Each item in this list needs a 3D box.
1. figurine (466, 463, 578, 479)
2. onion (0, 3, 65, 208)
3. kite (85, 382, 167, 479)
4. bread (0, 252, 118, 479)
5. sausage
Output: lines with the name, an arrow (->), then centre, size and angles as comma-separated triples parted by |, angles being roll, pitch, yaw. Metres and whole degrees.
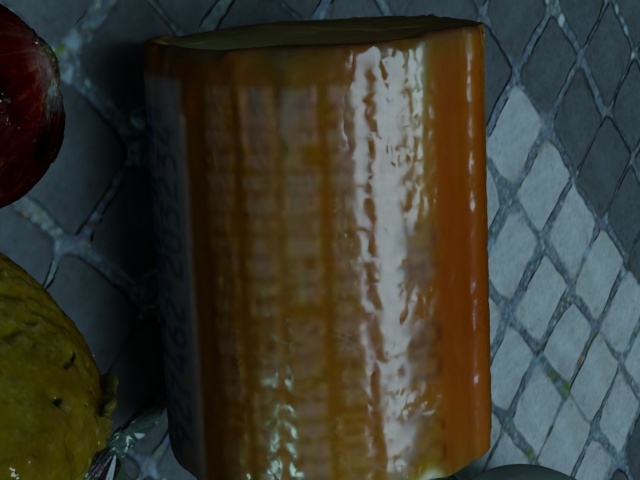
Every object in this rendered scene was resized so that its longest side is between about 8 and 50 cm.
figurine -> 0.151, 0.407, 1.250 | 0.394, 0.226, 0.274 | -60, 166, -12
onion -> -0.201, -0.075, 0.730 | 0.131, 0.131, 0.131 | -15, 111, -47
kite -> -0.144, 0.149, 0.941 | 0.250, 0.012, 0.229 | -51, 134, -31
bread -> -0.231, 0.074, 0.683 | 0.240, 0.240, 0.139 | 4, 134, -50
sausage -> 0.000, 0.000, 0.903 | 0.233, 0.233, 0.287 | -16, 107, -47
